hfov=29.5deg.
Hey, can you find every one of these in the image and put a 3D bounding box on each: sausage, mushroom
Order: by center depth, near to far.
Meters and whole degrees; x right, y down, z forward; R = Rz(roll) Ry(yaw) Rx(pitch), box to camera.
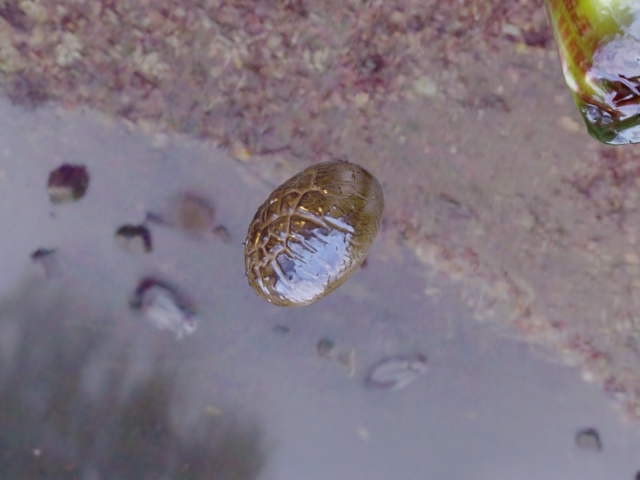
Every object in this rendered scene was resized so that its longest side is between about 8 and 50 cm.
[{"bbox_3d":[0.168,-0.166,0.664,0.125,0.317,0.117,-14,145,16],"label":"sausage"},{"bbox_3d":[-0.006,-0.006,0.891,0.085,0.109,0.126,43,102,0],"label":"mushroom"}]
